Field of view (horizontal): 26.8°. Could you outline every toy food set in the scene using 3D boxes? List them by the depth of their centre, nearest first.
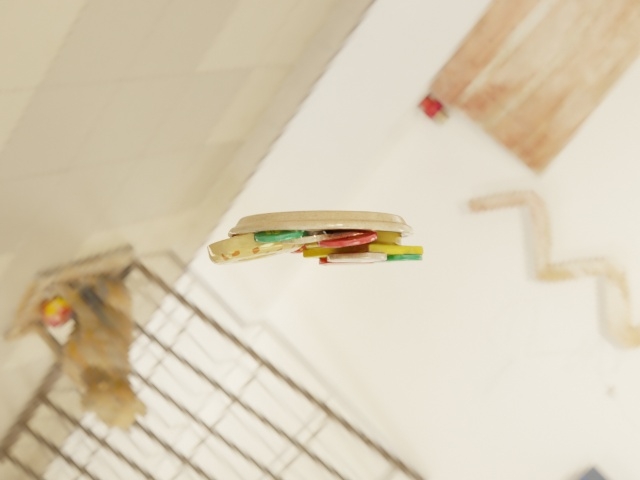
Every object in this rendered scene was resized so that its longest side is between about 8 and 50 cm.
[{"bbox_3d":[0.000,0.000,0.574,0.083,0.020,0.082,4,174,-43],"label":"toy food set"}]
